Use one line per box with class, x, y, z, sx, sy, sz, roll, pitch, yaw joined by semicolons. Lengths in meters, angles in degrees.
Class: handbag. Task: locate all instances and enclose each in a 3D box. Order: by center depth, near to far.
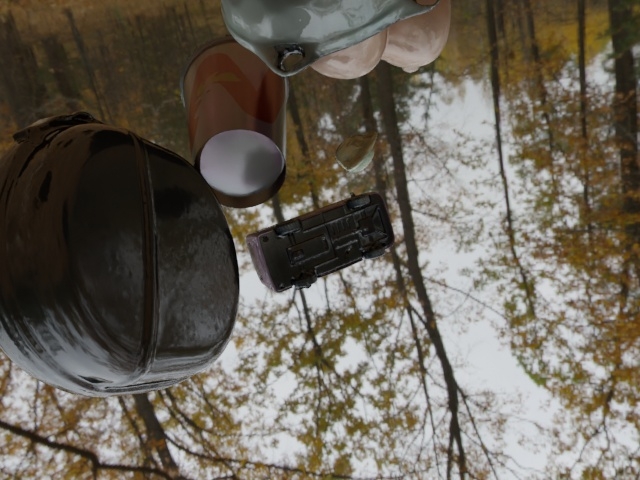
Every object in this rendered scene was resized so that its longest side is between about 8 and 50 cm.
handbag;-0.177;0.015;0.555;0.093;0.253;0.308;-10;168;19

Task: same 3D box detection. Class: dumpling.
dumpling;0.047;-0.111;0.716;0.059;0.043;0.077;-39;173;19

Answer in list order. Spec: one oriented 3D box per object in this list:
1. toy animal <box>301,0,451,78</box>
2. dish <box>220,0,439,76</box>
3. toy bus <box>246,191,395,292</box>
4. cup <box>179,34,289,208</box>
toy animal;0.082;-0.354;0.943;0.229;0.221;0.210;-56;-157;10
dish;-0.009;-0.349;0.682;0.303;0.120;0.303;-9;-123;14
toy bus;0.000;0.000;0.844;0.199;0.096;0.108;-21;-171;-20
cup;-0.133;-0.188;0.947;0.203;0.203;0.288;-13;-140;0
